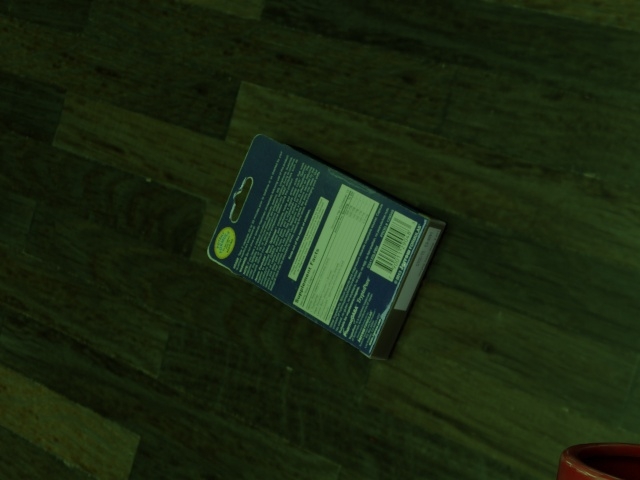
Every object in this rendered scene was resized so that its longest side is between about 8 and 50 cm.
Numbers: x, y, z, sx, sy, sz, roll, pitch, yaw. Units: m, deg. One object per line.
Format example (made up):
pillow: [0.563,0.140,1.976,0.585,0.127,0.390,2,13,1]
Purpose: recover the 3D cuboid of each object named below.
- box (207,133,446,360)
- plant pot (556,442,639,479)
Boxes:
box: [0.000,0.000,1.379,0.225,0.036,0.136,30,101,36]
plant pot: [0.250,0.245,1.049,0.191,0.191,0.174,12,94,39]
